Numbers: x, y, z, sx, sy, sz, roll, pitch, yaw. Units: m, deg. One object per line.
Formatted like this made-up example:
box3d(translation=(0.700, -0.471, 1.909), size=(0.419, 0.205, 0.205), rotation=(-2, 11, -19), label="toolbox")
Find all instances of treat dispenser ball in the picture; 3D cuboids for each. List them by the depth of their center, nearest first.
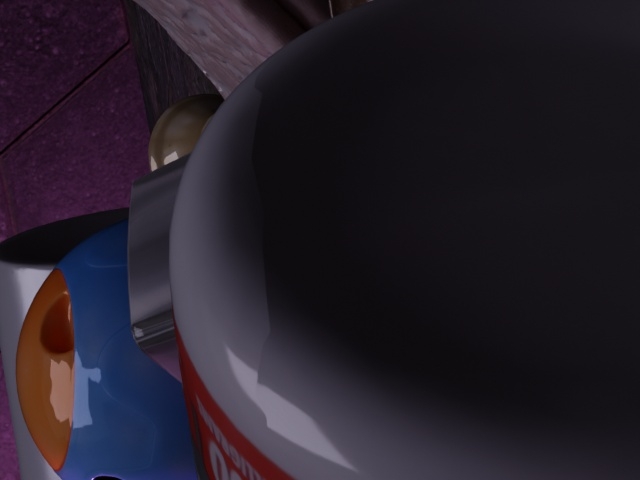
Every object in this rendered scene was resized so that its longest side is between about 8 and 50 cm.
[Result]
box3d(translation=(-0.136, 0.117, 1.480), size=(0.288, 0.288, 0.288), rotation=(168, 90, -80), label="treat dispenser ball")

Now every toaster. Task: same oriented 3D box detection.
box3d(translation=(-0.059, 0.027, 1.204), size=(0.186, 0.110, 0.168), rotation=(45, -150, -46), label="toaster")

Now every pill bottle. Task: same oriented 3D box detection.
box3d(translation=(0.070, 0.114, 0.525), size=(0.210, 0.210, 0.363), rotation=(-112, 14, -46), label="pill bottle")

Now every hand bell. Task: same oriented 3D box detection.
box3d(translation=(-0.065, -0.097, 1.460), size=(0.242, 0.126, 0.126), rotation=(160, 98, -68), label="hand bell")

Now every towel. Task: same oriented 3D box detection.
box3d(translation=(-0.079, -0.158, 1.016), size=(0.317, 0.053, 0.332), rotation=(44, 176, -16), label="towel")

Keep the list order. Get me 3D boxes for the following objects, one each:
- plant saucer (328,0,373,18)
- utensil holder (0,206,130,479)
box3d(translation=(0.041, -0.100, 0.725), size=(0.198, 0.036, 0.199), rotation=(169, 90, -81), label="plant saucer")
box3d(translation=(-0.200, 0.174, 1.846), size=(0.327, 0.327, 0.386), rotation=(-140, 41, -75), label="utensil holder")
